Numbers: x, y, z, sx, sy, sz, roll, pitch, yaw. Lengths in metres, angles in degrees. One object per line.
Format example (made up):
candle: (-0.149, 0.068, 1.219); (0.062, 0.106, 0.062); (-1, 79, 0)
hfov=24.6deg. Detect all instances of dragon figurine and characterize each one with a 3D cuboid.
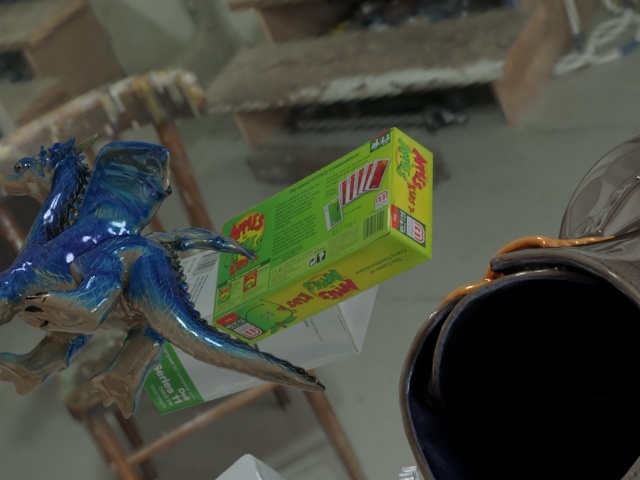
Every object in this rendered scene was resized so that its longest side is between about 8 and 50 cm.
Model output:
dragon figurine: (-0.094, 0.005, 0.732); (0.289, 0.085, 0.144); (-3, 44, 47)

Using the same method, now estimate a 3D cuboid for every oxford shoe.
oxford shoe: (0.101, 0.029, 0.446); (0.130, 0.133, 0.363); (-51, 11, 20)

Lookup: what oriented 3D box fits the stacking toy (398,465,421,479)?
stacking toy: (0.156, 0.298, 1.485); (0.167, 0.052, 0.221); (-11, 29, 18)

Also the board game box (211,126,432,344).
board game box: (0.000, 0.000, 1.062); (0.181, 0.043, 0.092); (-27, 45, 37)

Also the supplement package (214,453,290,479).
supplement package: (0.010, 0.162, 0.432); (0.105, 0.179, 0.105); (-40, 42, 8)

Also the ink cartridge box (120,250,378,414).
ink cartridge box: (-0.059, 0.062, 1.354); (0.208, 0.087, 0.153); (-19, 23, 20)
